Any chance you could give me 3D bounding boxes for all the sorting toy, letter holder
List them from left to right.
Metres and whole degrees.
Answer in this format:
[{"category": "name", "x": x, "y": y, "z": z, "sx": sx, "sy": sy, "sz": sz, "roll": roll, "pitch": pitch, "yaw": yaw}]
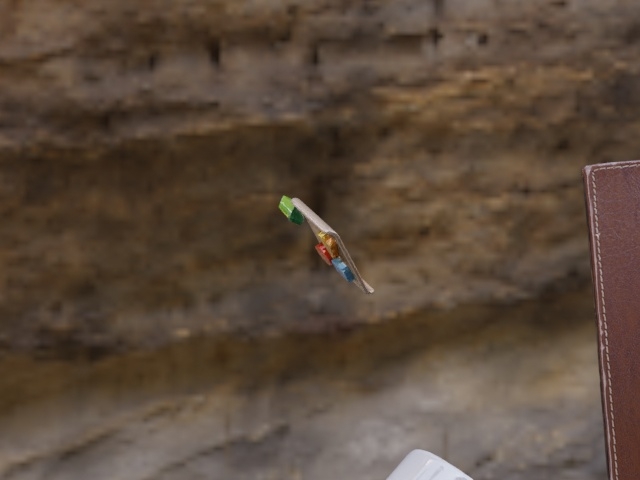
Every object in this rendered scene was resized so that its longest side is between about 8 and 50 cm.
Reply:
[{"category": "sorting toy", "x": 0.000, "y": 0.000, "z": 1.142, "sx": 0.012, "sy": 0.062, "sz": 0.083, "roll": -39, "pitch": 35, "yaw": -6}, {"category": "letter holder", "x": 0.329, "y": 0.093, "z": 1.386, "sx": 0.214, "sy": 0.301, "sz": 0.152, "roll": -6, "pitch": -20, "yaw": 12}]

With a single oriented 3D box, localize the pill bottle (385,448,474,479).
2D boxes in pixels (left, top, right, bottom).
[{"category": "pill bottle", "x": 0.022, "y": 0.241, "z": 1.038, "sx": 0.131, "sy": 0.229, "sz": 0.131, "roll": 38, "pitch": -14, "yaw": 11}]
